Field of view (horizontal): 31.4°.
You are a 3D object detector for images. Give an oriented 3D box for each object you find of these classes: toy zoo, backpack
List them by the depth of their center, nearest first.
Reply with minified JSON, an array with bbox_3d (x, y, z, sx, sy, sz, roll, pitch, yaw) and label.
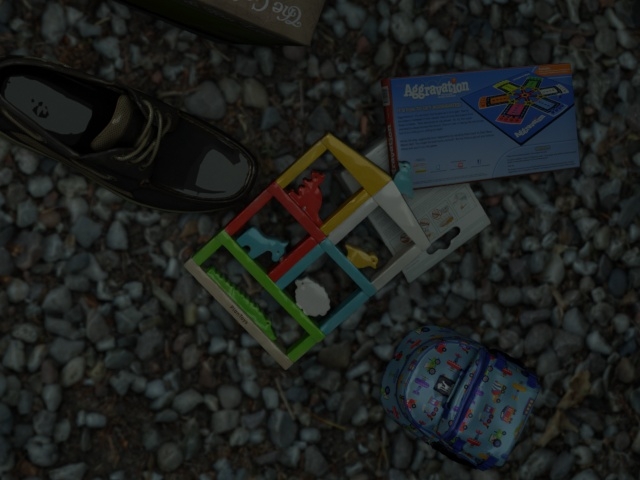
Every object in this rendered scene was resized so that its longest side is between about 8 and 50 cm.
[{"bbox_3d":[0.000,0.000,1.422,0.293,0.030,0.192,-42,101,9],"label":"toy zoo"},{"bbox_3d":[0.173,0.195,1.469,0.173,0.117,0.158,32,83,-9],"label":"backpack"}]

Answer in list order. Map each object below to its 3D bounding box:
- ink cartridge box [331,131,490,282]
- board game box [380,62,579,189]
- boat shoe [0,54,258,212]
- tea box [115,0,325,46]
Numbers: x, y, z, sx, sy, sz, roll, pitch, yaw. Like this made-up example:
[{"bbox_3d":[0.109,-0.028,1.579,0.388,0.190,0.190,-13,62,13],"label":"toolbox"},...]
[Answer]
[{"bbox_3d":[0.121,-0.059,1.495,0.145,0.045,0.179,-36,109,-11],"label":"ink cartridge box"},{"bbox_3d":[0.213,-0.151,1.486,0.281,0.027,0.145,-8,96,-25],"label":"board game box"},{"bbox_3d":[-0.241,-0.120,1.354,0.355,0.130,0.132,18,87,-13],"label":"boat shoe"},{"bbox_3d":[-0.171,-0.367,1.232,0.329,0.323,0.220,19,93,-25],"label":"tea box"}]
